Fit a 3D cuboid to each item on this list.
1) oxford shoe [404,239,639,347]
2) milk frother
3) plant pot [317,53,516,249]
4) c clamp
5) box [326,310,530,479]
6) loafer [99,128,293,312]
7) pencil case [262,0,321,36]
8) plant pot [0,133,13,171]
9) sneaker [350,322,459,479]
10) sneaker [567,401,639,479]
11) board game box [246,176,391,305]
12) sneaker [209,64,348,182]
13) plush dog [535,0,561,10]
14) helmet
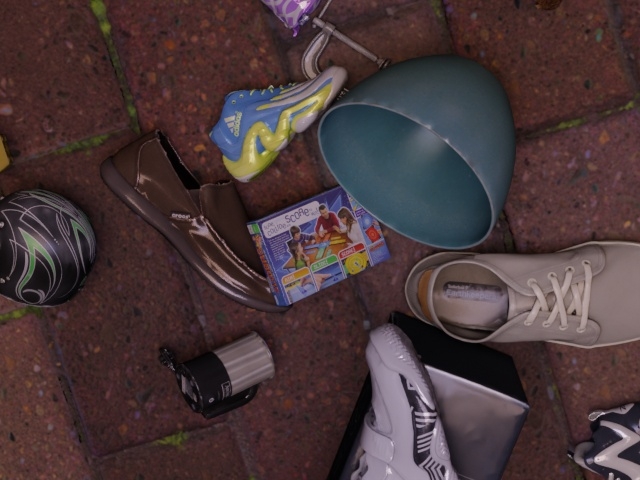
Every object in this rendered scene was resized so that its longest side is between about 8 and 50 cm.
[{"bbox_3d":[0.353,0.086,1.901,0.449,0.130,0.169,1,97,3],"label":"oxford shoe"},{"bbox_3d":[-0.168,0.193,1.977,0.134,0.129,0.143,-22,63,-26],"label":"milk frother"},{"bbox_3d":[0.169,-0.157,1.829,0.290,0.290,0.195,37,64,-1],"label":"plant pot"},{"bbox_3d":[0.043,-0.281,1.924,0.160,0.022,0.137,38,100,-2],"label":"c clamp"},{"bbox_3d":[0.131,0.344,1.870,0.211,0.293,0.396,21,100,1],"label":"box"},{"bbox_3d":[-0.169,-0.032,1.920,0.366,0.134,0.130,41,99,-2],"label":"loafer"},{"bbox_3d":[-0.086,-0.402,1.890,0.206,0.086,0.088,41,127,-1],"label":"pencil case"},{"bbox_3d":[-0.528,-0.130,1.965,0.083,0.081,0.082,-17,96,-4],"label":"plant pot"},{"bbox_3d":[0.070,0.301,1.650,0.210,0.137,0.366,-17,100,4],"label":"sneaker"},{"bbox_3d":[0.459,0.365,1.950,0.153,0.094,0.235,0,100,8],"label":"sneaker"},{"bbox_3d":[0.000,0.000,1.906,0.201,0.035,0.136,-23,97,-29],"label":"board game box"},{"bbox_3d":[-0.075,-0.204,1.909,0.240,0.091,0.126,-43,92,11],"label":"sneaker"},{"bbox_3d":[0.285,-0.461,1.824,0.225,0.211,0.262,43,71,12],"label":"plush dog"},{"bbox_3d":[-0.428,0.003,1.933,0.169,0.169,0.162,19,115,2],"label":"helmet"}]
